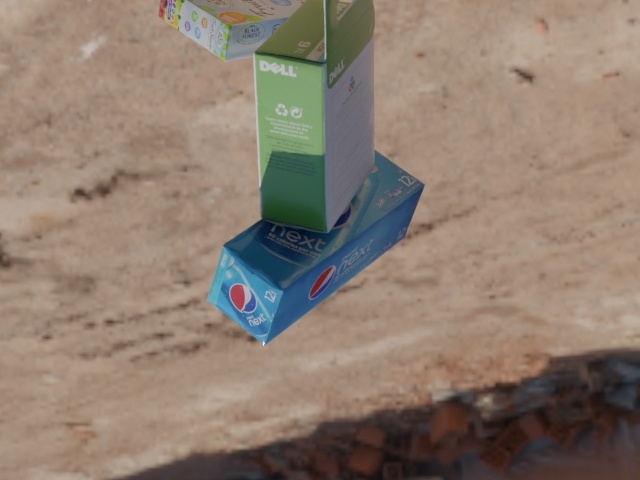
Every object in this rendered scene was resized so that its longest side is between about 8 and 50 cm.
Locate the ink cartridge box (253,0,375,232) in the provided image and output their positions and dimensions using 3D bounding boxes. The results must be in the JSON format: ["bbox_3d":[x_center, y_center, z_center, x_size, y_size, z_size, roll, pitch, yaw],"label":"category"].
[{"bbox_3d":[-0.003,-0.123,0.961,0.062,0.109,0.209,13,128,19],"label":"ink cartridge box"}]

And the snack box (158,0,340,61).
[{"bbox_3d":[-0.058,-0.204,1.084,0.141,0.100,0.037,-17,130,-39],"label":"snack box"}]

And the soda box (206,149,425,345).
[{"bbox_3d":[0.000,0.000,1.049,0.067,0.210,0.071,36,135,18],"label":"soda box"}]
